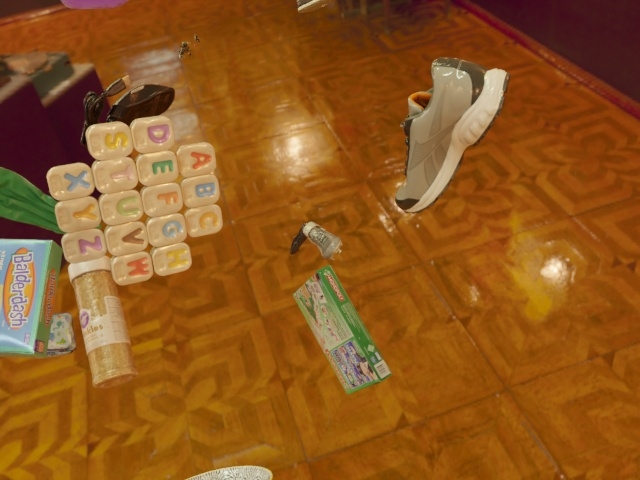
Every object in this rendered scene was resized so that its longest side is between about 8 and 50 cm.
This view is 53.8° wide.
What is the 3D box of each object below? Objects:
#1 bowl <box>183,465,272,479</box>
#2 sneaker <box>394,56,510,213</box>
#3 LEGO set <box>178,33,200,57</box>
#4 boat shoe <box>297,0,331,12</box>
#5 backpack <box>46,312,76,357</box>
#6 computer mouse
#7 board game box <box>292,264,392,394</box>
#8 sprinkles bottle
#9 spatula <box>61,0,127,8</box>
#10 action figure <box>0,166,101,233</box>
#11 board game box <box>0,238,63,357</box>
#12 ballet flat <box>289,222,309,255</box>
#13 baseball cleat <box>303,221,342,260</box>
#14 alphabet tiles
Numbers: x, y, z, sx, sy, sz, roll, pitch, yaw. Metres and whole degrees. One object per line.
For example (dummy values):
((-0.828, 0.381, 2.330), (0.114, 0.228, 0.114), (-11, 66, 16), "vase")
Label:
((-0.148, 0.399, 0.924), (0.170, 0.080, 0.170), (-9, -3, 0), "bowl")
((0.154, -0.141, 0.861), (0.108, 0.271, 0.100), (26, 52, 1), "sneaker")
((-0.383, -0.556, 1.807), (0.023, 0.054, 0.083), (35, 62, 20), "LEGO set")
((0.035, -0.679, 1.673), (0.228, 0.068, 0.081), (-22, 7, 13), "boat shoe")
((-0.650, 0.226, 1.508), (0.114, 0.084, 0.104), (-7, 75, -25), "backpack")
((-0.441, -0.326, 1.436), (0.060, 0.184, 0.262), (47, 56, 8), "computer mouse")
((0.048, 0.241, 1.662), (0.046, 0.213, 0.317), (-25, 80, -27), "board game box")
((-0.597, 0.219, 1.730), (0.121, 0.121, 0.355), (-18, 70, -8), "sprinkles bottle")
((-0.233, -0.361, 0.604), (0.084, 0.296, 0.030), (-5, 54, -12), "spatula")
((-0.565, -0.065, 1.301), (0.137, 0.232, 0.063), (-45, 36, 32), "action figure")
((-0.476, 0.077, 0.864), (0.210, 0.047, 0.160), (2, 72, 0), "board game box")
((-0.059, 0.003, 1.991), (0.049, 0.173, 0.057), (19, 54, -13), "ballet flat")
((0.000, 0.000, 1.732), (0.072, 0.109, 0.206), (-54, 6, -3), "baseball cleat")
((-0.306, -0.064, 1.079), (0.278, 0.284, 0.021), (-13, 24, -24), "alphabet tiles")
